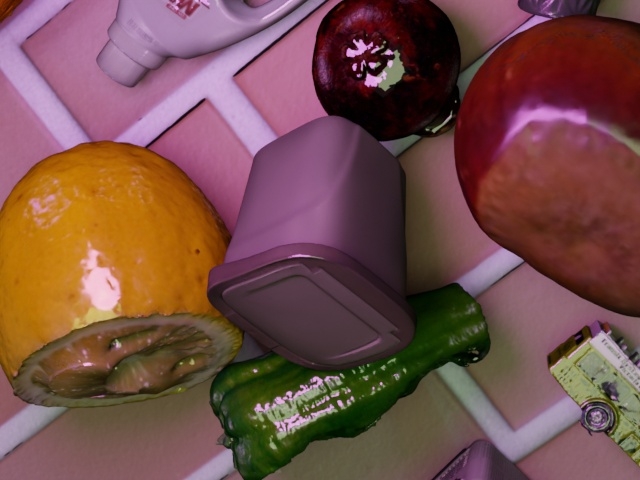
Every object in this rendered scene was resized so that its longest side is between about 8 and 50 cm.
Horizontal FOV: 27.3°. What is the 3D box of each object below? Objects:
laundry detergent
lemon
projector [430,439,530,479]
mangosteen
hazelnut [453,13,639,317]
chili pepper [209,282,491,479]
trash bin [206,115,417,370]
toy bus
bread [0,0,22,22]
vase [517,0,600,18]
[{"bbox_3d":[-0.141,-0.359,1.733,0.264,0.125,0.398,41,105,0],"label":"laundry detergent"},{"bbox_3d":[-0.275,0.033,1.725,0.364,0.364,0.364,2,100,9],"label":"lemon"},{"bbox_3d":[0.245,0.412,1.775,0.242,0.177,0.163,45,105,-1],"label":"projector"},{"bbox_3d":[0.086,-0.223,1.681,0.210,0.210,0.210,2,100,9],"label":"mangosteen"},{"bbox_3d":[0.362,-0.092,1.601,0.409,0.359,0.359,38,104,6],"label":"hazelnut"},{"bbox_3d":[0.029,0.170,1.741,0.385,0.213,0.167,-24,92,-4],"label":"chili pepper"},{"bbox_3d":[0.000,0.000,1.616,0.219,0.250,0.220,-23,132,33],"label":"trash bin"},{"bbox_3d":[0.442,0.237,1.749,0.301,0.113,0.139,45,100,1],"label":"toy bus"},{"bbox_3d":[-0.495,-0.364,1.672,0.250,0.394,0.361,38,101,-15],"label":"bread"},{"bbox_3d":[0.310,-0.433,1.637,0.251,0.156,0.301,23,115,37],"label":"vase"}]
